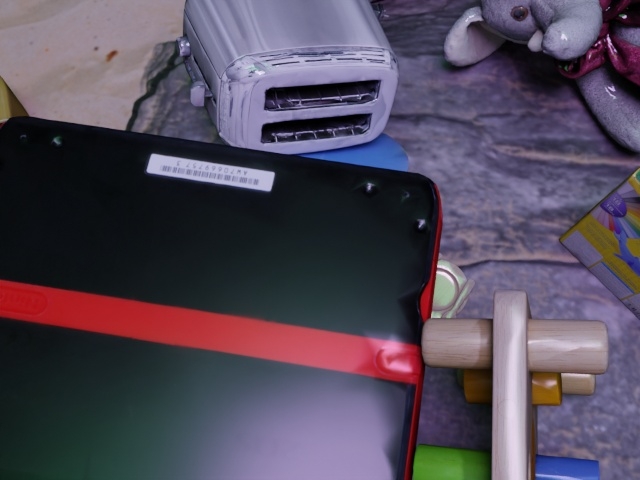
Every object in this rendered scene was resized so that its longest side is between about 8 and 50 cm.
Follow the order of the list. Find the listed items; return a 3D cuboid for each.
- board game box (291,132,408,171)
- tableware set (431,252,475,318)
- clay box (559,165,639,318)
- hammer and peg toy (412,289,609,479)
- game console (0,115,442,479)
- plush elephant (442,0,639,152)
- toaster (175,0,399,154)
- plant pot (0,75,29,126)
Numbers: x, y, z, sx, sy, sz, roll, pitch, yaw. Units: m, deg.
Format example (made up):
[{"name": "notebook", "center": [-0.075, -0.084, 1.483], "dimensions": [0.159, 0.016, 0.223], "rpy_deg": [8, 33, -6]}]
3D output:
[{"name": "board game box", "center": [0.004, -0.079, 0.707], "dimensions": [0.169, 0.033, 0.133], "rpy_deg": [14, 35, 8]}, {"name": "tableware set", "center": [0.060, 0.038, 0.699], "dimensions": [0.141, 0.020, 0.168], "rpy_deg": [-40, 77, -10]}, {"name": "clay box", "center": [0.301, 0.000, 0.601], "dimensions": [0.053, 0.222, 0.127], "rpy_deg": [-41, 78, -10]}, {"name": "hammer and peg toy", "center": [0.150, 0.238, 0.531], "dimensions": [0.127, 0.266, 0.361], "rpy_deg": [-1, 75, 19]}, {"name": "game console", "center": [-0.111, 0.081, 0.537], "dimensions": [0.387, 0.060, 0.341], "rpy_deg": [9, 69, 2]}, {"name": "plush elephant", "center": [0.270, -0.223, 0.651], "dimensions": [0.256, 0.271, 0.330], "rpy_deg": [0, 45, -13]}, {"name": "toaster", "center": [-0.020, -0.171, 0.680], "dimensions": [0.227, 0.129, 0.146], "rpy_deg": [-8, 53, -18]}, {"name": "plant pot", "center": [-0.347, -0.125, 0.723], "dimensions": [0.081, 0.081, 0.083], "rpy_deg": [-15, 64, -3]}]
